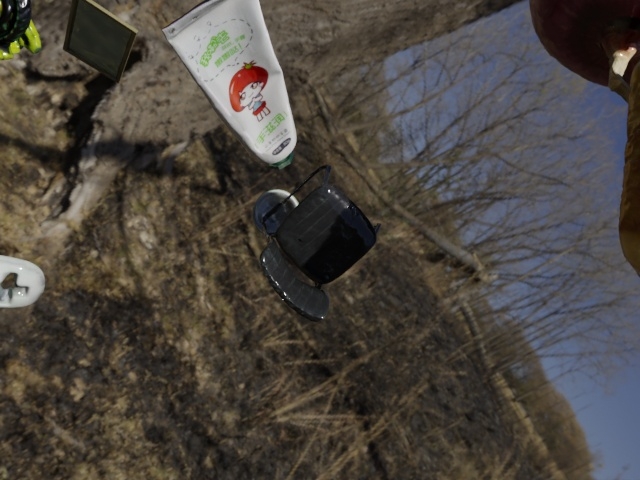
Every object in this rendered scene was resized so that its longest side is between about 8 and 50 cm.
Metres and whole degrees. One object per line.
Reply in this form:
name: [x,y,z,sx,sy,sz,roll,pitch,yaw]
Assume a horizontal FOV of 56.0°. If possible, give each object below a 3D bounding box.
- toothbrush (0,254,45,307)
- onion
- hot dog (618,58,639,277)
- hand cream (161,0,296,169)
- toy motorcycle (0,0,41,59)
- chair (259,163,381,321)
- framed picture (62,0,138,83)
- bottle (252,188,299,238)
toothbrush: [-0.304,-0.002,0.214,0.386,0.040,0.040,11,38,-34]
onion: [0.504,-0.397,0.975,0.358,0.344,0.358,48,-23,27]
hot dog: [0.408,-0.079,0.628,0.150,0.153,0.257,33,64,-49]
hand cream: [-0.097,-0.200,0.812,0.076,0.121,0.336,47,-8,24]
toy motorcycle: [-0.472,-0.350,0.682,0.342,0.206,0.142,62,33,-11]
chair: [0.000,0.000,0.868,0.140,0.145,0.221,47,12,-11]
framed picture: [-0.468,-0.423,1.271,0.136,0.010,0.201,30,-29,-17]
bottle: [-0.071,-0.038,1.275,0.093,0.093,0.330,62,2,6]
